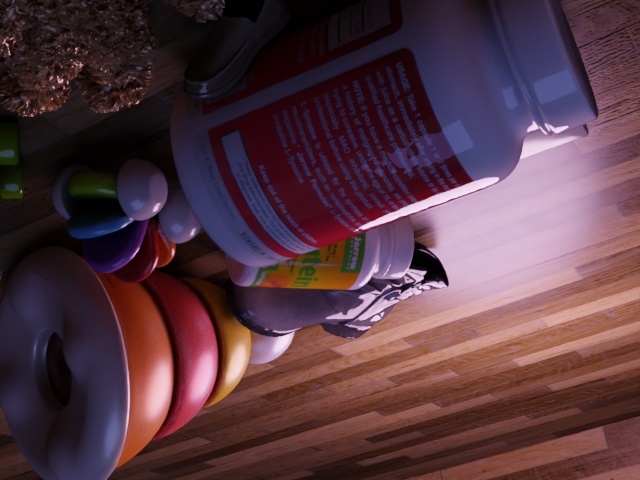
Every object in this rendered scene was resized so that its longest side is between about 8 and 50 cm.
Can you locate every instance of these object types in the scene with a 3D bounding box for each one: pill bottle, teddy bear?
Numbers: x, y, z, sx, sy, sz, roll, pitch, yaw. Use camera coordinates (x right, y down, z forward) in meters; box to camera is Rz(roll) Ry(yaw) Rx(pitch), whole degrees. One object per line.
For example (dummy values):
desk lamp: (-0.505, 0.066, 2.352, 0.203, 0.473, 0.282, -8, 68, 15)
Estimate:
pill bottle: (0.000, 0.000, 1.384, 0.245, 0.136, 0.136, 3, 151, -21)
pill bottle: (0.065, -0.136, 1.042, 0.407, 0.229, 0.229, -20, 151, 21)
teddy bear: (-0.220, -0.214, 0.941, 0.245, 0.113, 0.338, 9, 148, -35)

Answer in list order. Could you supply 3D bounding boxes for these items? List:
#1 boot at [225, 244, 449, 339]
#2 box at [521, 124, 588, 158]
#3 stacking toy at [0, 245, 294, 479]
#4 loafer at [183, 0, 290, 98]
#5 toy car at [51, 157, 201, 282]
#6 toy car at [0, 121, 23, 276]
boot: (0.031, 0.059, 1.559, 0.338, 0.118, 0.222, 5, 148, -47)
box: (0.170, -0.142, 1.192, 0.275, 0.113, 0.094, -18, 152, 20)
stacking toy: (-0.224, 0.169, 1.534, 0.480, 0.351, 0.350, -5, 157, -41)
loafer: (-0.091, -0.204, 1.001, 0.056, 0.148, 0.050, 21, 154, 37)
toy car: (-0.249, -0.019, 1.246, 0.159, 0.136, 0.182, -1, 159, 30)
toy car: (-0.426, -0.033, 1.141, 0.155, 0.188, 0.149, -2, 152, -14)
